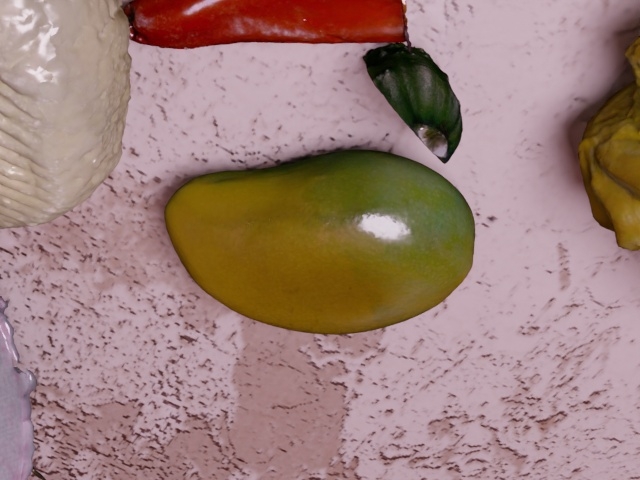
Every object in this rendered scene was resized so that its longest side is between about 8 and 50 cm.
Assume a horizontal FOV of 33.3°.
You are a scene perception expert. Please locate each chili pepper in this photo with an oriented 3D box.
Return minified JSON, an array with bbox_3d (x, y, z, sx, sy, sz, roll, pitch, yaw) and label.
[{"bbox_3d":[-0.035,-0.137,0.610,0.169,0.065,0.088,-7,138,9],"label":"chili pepper"}]

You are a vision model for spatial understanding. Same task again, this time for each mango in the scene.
[{"bbox_3d":[0.002,0.002,0.681,0.191,0.085,0.122,-4,132,10],"label":"mango"}]

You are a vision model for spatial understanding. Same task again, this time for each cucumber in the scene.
[{"bbox_3d":[0.062,-0.080,0.616,0.035,0.107,0.067,-39,114,12],"label":"cucumber"}]

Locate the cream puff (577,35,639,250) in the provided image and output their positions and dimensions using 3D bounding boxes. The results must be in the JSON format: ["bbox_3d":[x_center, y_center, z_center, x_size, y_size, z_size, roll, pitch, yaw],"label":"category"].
[{"bbox_3d":[0.241,-0.049,0.611,0.195,0.194,0.221,4,116,-5],"label":"cream puff"}]

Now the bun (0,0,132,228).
[{"bbox_3d":[-0.191,-0.117,0.564,0.220,0.134,0.220,16,135,17],"label":"bun"}]

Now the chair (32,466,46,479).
[{"bbox_3d":[-0.175,0.320,0.833,0.160,0.170,0.325,-36,73,22],"label":"chair"}]

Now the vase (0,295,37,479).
[{"bbox_3d":[-0.418,0.144,0.651,0.445,0.250,0.250,-14,121,13],"label":"vase"}]
